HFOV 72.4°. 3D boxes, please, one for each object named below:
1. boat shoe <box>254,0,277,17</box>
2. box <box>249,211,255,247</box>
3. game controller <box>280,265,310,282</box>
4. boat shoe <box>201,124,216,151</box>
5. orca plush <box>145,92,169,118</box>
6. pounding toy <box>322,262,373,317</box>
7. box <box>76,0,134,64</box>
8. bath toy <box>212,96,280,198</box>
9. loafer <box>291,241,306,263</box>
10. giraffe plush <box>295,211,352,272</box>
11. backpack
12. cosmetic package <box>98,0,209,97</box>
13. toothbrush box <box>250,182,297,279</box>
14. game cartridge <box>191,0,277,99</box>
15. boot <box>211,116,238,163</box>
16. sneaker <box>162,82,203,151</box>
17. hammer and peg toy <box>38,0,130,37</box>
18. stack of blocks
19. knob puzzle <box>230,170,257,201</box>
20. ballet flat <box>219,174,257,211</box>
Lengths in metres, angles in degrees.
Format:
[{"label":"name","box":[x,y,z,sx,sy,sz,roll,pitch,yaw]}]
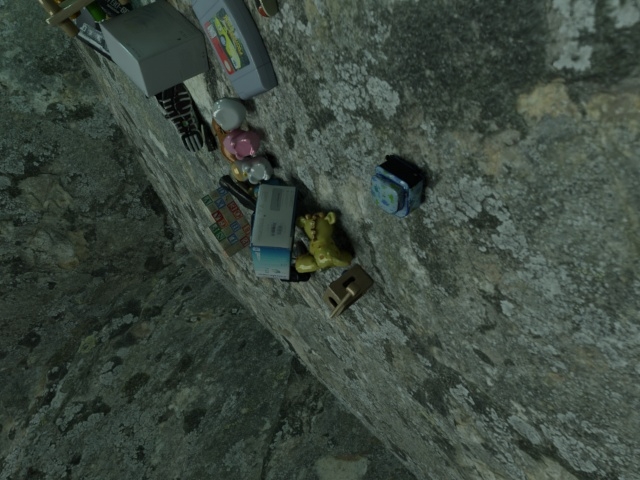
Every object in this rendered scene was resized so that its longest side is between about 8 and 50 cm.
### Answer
[{"label":"boat shoe","box":[-0.135,-0.546,0.929,0.043,0.049,0.137,32,154,47]},{"label":"box","box":[-0.226,-0.052,1.550,0.162,0.029,0.116,-87,3,-73]},{"label":"game controller","box":[-0.154,0.126,1.832,0.166,0.067,0.319,32,166,-14]},{"label":"boat shoe","box":[-0.449,-0.411,1.751,0.133,0.041,0.049,89,164,-53]},{"label":"orca plush","box":[-0.699,-0.626,1.846,0.151,0.102,0.287,43,156,23]},{"label":"pounding toy","box":[0.068,0.155,1.365,0.094,0.181,0.206,48,157,14]},{"label":"box","box":[-0.777,-0.785,1.638,0.242,0.077,0.307,32,159,-23]},{"label":"bath toy","box":[-0.244,-0.303,1.409,0.151,0.129,0.348,-9,129,15]},{"label":"loafer","box":[-0.142,0.036,1.755,0.267,0.096,0.084,5,109,53]},{"label":"giraffe plush","box":[0.000,0.000,1.327,0.210,0.181,0.171,-129,29,-87]},{"label":"backpack","box":[0.160,-0.105,0.937,0.105,0.084,0.114,39,157,36]},{"label":"cosmetic package","box":[-0.508,-0.598,1.351,0.224,0.224,0.138,45,156,19]},{"label":"toothbrush box","box":[-0.148,-0.019,1.440,0.126,0.217,0.296,6,156,-3]},{"label":"game cartridge","box":[-0.223,-0.520,1.134,0.196,0.060,0.294,7,130,55]},{"label":"boot","box":[-0.311,-0.359,1.516,0.197,0.073,0.152,52,154,-4]},{"label":"sneaker","box":[-0.552,-0.496,1.759,0.162,0.106,0.282,-133,27,-71]},{"label":"hammer and peg toy","box":[-0.651,-0.774,1.301,0.127,0.361,0.266,57,-177,-47]},{"label":"stack of blocks","box":[-0.451,-0.086,2.053,0.297,0.171,0.087,59,157,-11]},{"label":"knob puzzle","box":[-0.257,-0.201,1.600,0.213,0.030,0.213,45,-170,-10]},{"label":"ballet flat","box":[-0.267,-0.161,1.482,0.173,0.049,0.057,40,143,-6]}]
